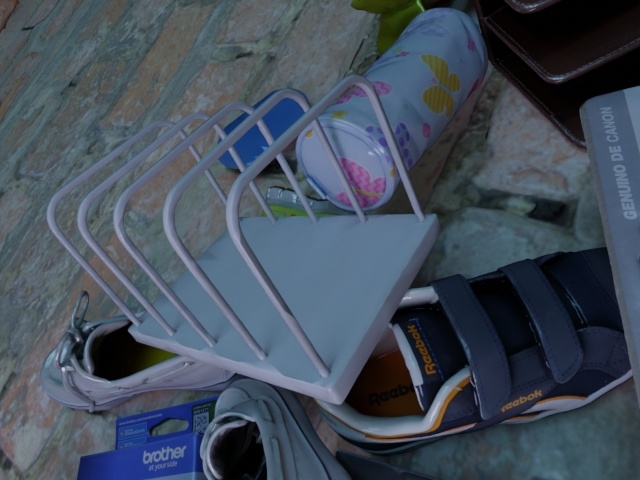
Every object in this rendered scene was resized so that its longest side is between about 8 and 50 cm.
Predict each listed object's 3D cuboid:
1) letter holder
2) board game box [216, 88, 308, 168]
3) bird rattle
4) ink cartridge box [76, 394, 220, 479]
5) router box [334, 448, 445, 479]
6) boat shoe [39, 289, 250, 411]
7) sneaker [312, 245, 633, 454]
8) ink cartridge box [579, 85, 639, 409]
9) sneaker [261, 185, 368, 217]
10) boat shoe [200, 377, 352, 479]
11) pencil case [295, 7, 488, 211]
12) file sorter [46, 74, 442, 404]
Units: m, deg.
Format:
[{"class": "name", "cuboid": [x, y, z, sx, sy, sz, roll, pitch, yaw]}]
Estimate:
[{"class": "letter holder", "cuboid": [0.340, -0.263, 0.472, 0.301, 0.152, 0.215, -31, 53, 12]}, {"class": "board game box", "cuboid": [-0.087, -0.170, 0.758, 0.168, 0.033, 0.133, -36, 45, 2]}, {"class": "bird rattle", "cuboid": [0.161, -0.375, 0.669, 0.253, 0.143, 0.207, -32, 35, 8]}, {"class": "ink cartridge box", "cuboid": [-0.191, 0.331, 0.509, 0.185, 0.065, 0.312, -19, 53, 21]}, {"class": "router box", "cuboid": [0.126, 0.305, 0.312, 0.308, 0.081, 0.243, 2, 64, 33]}, {"class": "boat shoe", "cuboid": [-0.263, 0.138, 0.602, 0.366, 0.156, 0.136, -9, 58, 27]}, {"class": "sneaker", "cuboid": [0.140, 0.090, 0.404, 0.321, 0.127, 0.126, -31, 50, 11]}, {"class": "ink cartridge box", "cuboid": [0.341, 0.025, 0.310, 0.271, 0.130, 0.310, -8, 59, 26]}, {"class": "sneaker", "cuboid": [0.000, 0.000, 0.581, 0.208, 0.081, 0.094, 16, 81, 43]}, {"class": "boat shoe", "cuboid": [-0.065, 0.191, 0.436, 0.096, 0.088, 0.267, -64, 26, -1]}, {"class": "pencil case", "cuboid": [0.086, -0.153, 0.536, 0.124, 0.114, 0.273, -7, 36, 48]}, {"class": "file sorter", "cuboid": [-0.075, -0.015, 0.428, 0.277, 0.173, 0.193, 2, 42, 40]}]
